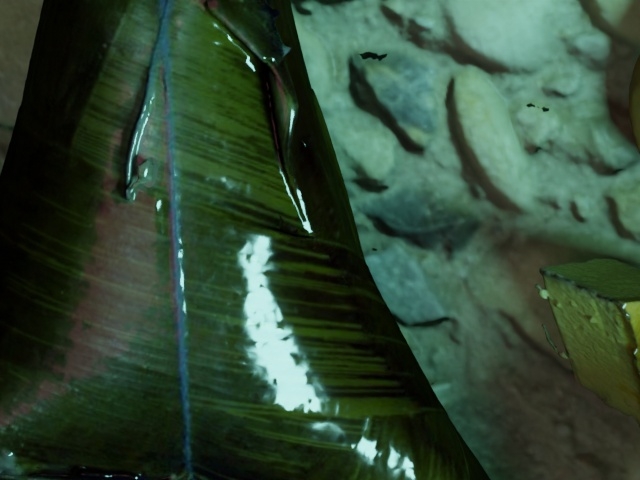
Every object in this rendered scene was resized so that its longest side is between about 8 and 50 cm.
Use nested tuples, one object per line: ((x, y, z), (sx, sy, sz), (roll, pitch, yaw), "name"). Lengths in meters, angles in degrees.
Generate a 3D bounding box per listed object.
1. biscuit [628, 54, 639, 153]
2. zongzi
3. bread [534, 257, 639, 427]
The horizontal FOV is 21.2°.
((0.292, -0.147, 0.956), (0.216, 0.047, 0.339), (54, 128, 15), "biscuit")
((0.000, 0.000, 1.103), (0.432, 0.208, 0.403), (16, 104, -3), "zongzi")
((0.177, 0.069, 1.084), (0.084, 0.080, 0.109), (28, 118, 42), "bread")
